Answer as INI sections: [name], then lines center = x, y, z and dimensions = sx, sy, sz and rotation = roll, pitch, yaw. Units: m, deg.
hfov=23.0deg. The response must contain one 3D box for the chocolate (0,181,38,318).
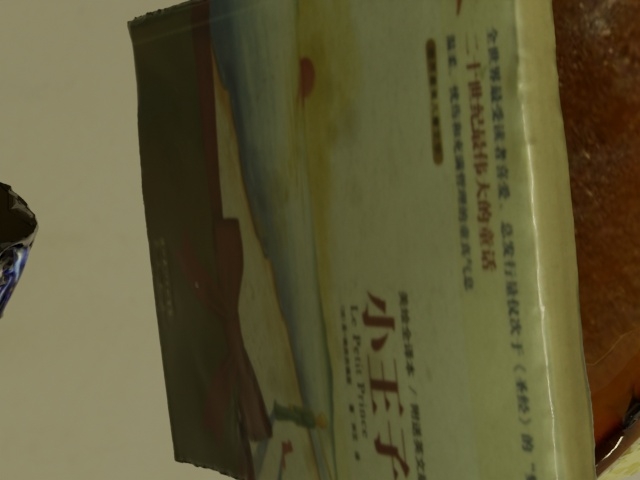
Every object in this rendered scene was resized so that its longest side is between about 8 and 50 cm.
[chocolate]
center = -0.311, 0.123, 1.179
dimensions = 0.126, 0.343, 0.148
rotation = 14, -166, -13

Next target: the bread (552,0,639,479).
[bread]
center = 0.106, -0.085, 0.678
dimensions = 0.143, 0.323, 0.333
rotation = -15, -119, -38

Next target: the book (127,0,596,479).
[book]
center = 0.000, 0.000, 0.570
dimensions = 0.026, 0.201, 0.289
rotation = -6, -179, -28
